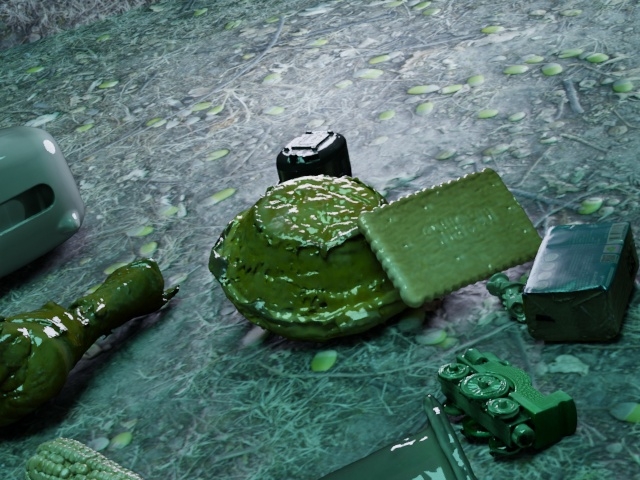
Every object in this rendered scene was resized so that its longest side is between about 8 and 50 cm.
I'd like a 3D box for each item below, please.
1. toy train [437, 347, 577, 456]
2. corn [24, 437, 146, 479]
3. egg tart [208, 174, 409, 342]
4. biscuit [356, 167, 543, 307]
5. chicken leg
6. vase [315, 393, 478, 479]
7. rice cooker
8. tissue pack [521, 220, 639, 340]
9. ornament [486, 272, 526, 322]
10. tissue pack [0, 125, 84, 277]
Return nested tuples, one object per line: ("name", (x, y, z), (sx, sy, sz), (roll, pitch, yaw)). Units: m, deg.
("toy train", (0.210, 0.185, 1.540), (0.104, 0.071, 0.178), (-19, 27, -21))
("corn", (-0.277, 0.301, 1.593), (0.211, 0.087, 0.087), (14, 40, 44))
("egg tart", (0.000, 0.002, 1.894), (0.341, 0.132, 0.341), (-4, 39, 3))
("biscuit", (0.183, -0.006, 1.826), (0.249, 0.030, 0.160), (-21, 67, -29))
("chicken leg", (-0.379, 0.134, 1.908), (0.201, 0.153, 0.429), (2, 26, 45))
("vase", (0.034, 0.318, 1.250), (0.291, 0.245, 0.245), (-26, 27, 2))
("rice cooker", (-0.011, -0.123, 2.216), (0.112, 0.106, 0.165), (1, 21, 25))
("tissue pack", (0.337, 0.052, 1.697), (0.120, 0.082, 0.169), (-4, 30, 26))
("ornament", (0.254, 0.070, 1.761), (0.068, 0.041, 0.092), (13, 21, 8))
("tissue pack", (-0.578, -0.051, 2.272), (0.333, 0.229, 0.236), (-31, 28, -25))
